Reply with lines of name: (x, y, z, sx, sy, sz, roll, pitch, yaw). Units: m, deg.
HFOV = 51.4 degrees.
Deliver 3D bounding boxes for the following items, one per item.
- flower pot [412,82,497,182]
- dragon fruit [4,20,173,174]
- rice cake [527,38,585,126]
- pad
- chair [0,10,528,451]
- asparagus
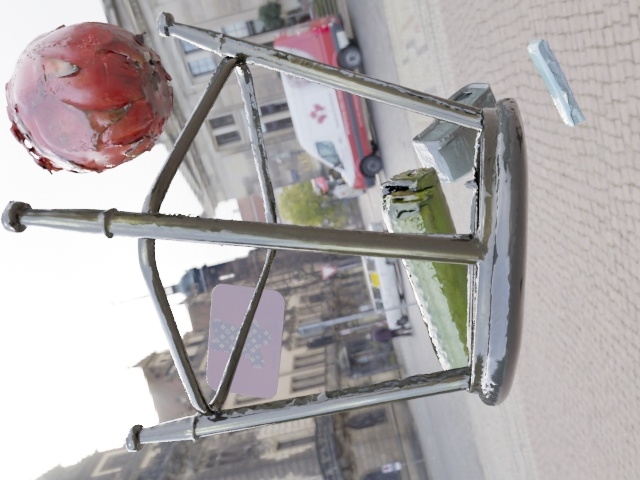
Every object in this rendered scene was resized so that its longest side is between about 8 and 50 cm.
flower pot: (0.301, -0.232, 1.412, 0.103, 0.229, 0.108, 7, 138, 48)
dragon fruit: (-0.442, -0.274, 1.298, 0.295, 0.301, 0.296, -7, -90, -77)
rice cake: (0.439, -0.291, 1.229, 0.180, 0.030, 0.042, 55, 168, -19)
pad: (-0.178, 0.238, 1.571, 0.004, 0.181, 0.267, -41, -44, -77)
chair: (0.000, 0.000, 0.718, 0.365, 0.410, 0.362, -76, -16, -45)
asparagus: (0.199, 0.065, 1.119, 0.128, 0.108, 0.382, 166, 84, -76)
